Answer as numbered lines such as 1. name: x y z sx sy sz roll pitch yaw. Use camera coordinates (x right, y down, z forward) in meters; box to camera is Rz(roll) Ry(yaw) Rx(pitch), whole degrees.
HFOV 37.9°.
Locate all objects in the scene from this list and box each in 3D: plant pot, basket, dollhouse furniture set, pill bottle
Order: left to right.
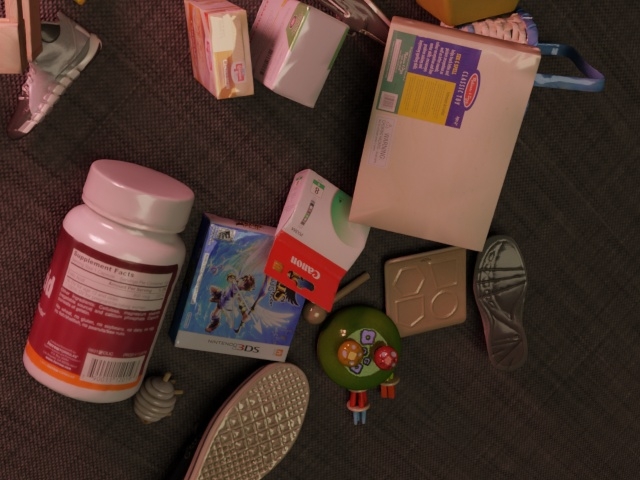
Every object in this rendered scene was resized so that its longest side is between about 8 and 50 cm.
1. dollhouse furniture set: -0.581 -0.364 1.369 0.303 0.286 0.198 -2 108 -9
2. pill bottle: -0.375 0.070 1.674 0.224 0.224 0.392 14 105 -25
3. plant pot: 0.266 -0.515 1.706 0.212 0.212 0.187 -17 126 -14
4. basket: 0.373 -0.343 1.788 0.288 0.255 0.201 0 114 -2

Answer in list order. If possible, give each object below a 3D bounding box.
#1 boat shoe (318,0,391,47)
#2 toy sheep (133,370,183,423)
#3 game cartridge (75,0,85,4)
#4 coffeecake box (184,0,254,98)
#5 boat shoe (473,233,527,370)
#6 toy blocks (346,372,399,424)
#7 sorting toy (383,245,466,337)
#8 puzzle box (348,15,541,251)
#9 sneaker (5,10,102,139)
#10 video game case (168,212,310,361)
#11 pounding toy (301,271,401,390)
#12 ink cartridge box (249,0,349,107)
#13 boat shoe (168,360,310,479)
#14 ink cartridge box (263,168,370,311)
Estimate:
1. boat shoe: 0.013 -0.446 1.688 0.335 0.112 0.095 40 102 -24
2. toy sheep: -0.329 0.314 1.871 0.091 0.091 0.132 17 109 -26
3. game cartridge: -0.417 -0.594 1.494 0.285 0.052 0.324 34 94 -29
4. coffeecake box: -0.176 -0.335 1.608 0.068 0.185 0.143 -11 114 -17
5. boat shoe: 0.401 0.131 2.080 0.118 0.103 0.321 -11 110 4
6. toy blocks: 0.116 0.332 2.065 0.123 0.054 0.148 -9 114 -17
7. sorting toy: 0.228 0.110 2.033 0.192 0.038 0.208 -11 119 -17
8. puzzle box: 0.222 -0.189 1.726 0.272 0.052 0.409 14 120 3
9. sneaker: -0.488 -0.290 1.574 0.132 0.086 0.229 41 83 -24
10. video game case: -0.149 0.100 1.866 0.244 0.061 0.270 11 106 -26
11. pounding toy: 0.081 0.210 1.939 0.182 0.110 0.237 -26 100 -8
12. ink cartridge box: -0.054 -0.340 1.640 0.093 0.212 0.154 19 102 -30
13. boat shoe: -0.204 0.461 1.944 0.186 0.156 0.500 35 84 -24
14. ink cartridge box: 0.000 0.000 1.824 0.181 0.056 0.225 33 60 -29
